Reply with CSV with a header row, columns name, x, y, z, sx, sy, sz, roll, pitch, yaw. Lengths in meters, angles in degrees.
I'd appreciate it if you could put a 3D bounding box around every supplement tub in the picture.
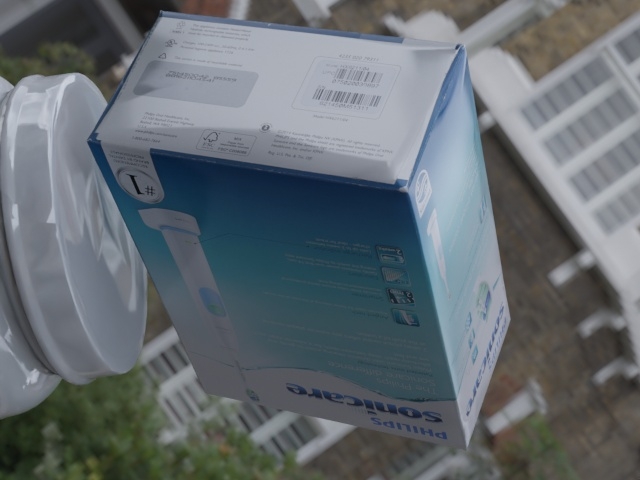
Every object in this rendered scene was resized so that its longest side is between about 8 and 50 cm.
name,x,y,z,sx,sy,sz,roll,pitch,yaw
supplement tub,-0.305,0.013,1.001,0.241,0.331,0.241,-8,90,-83

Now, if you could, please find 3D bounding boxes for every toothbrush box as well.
name,x,y,z,sx,sy,sz,roll,pitch,yaw
toothbrush box,0.000,0.000,1.011,0.216,0.126,0.295,9,-36,22
